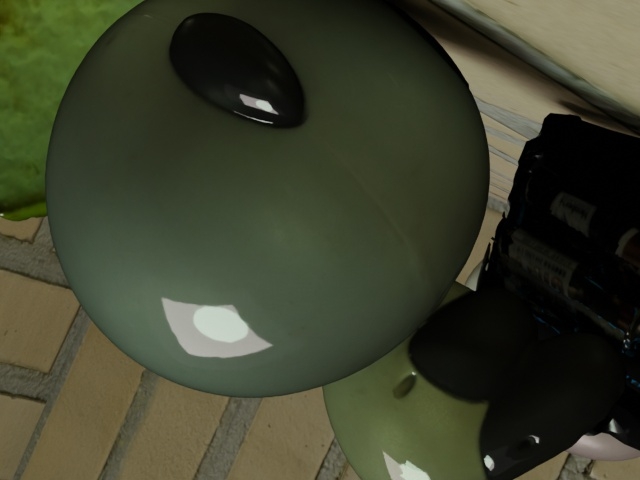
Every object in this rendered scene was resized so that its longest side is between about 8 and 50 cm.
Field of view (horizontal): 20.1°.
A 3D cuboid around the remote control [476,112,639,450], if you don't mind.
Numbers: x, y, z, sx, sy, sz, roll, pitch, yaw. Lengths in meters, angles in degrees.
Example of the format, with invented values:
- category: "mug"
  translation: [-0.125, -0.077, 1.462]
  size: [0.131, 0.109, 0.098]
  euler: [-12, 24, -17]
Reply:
- category: "remote control"
  translation: [0.178, 0.045, 0.701]
  size: [0.062, 0.145, 0.399]
  euler: [8, -168, -28]

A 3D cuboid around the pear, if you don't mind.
- category: "pear"
  translation: [-0.242, -0.129, 1.134]
  size: [0.292, 0.159, 0.292]
  euler: [15, -165, -4]

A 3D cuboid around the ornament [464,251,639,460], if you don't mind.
- category: "ornament"
  translation: [0.168, 0.042, 1.113]
  size: [0.177, 0.177, 0.177]
  euler: [24, -178, -1]

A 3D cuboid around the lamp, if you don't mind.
- category: "lamp"
  translation: [0.000, 0.000, 0.743]
  size: [0.244, 0.198, 0.198]
  euler: [45, 176, -17]
